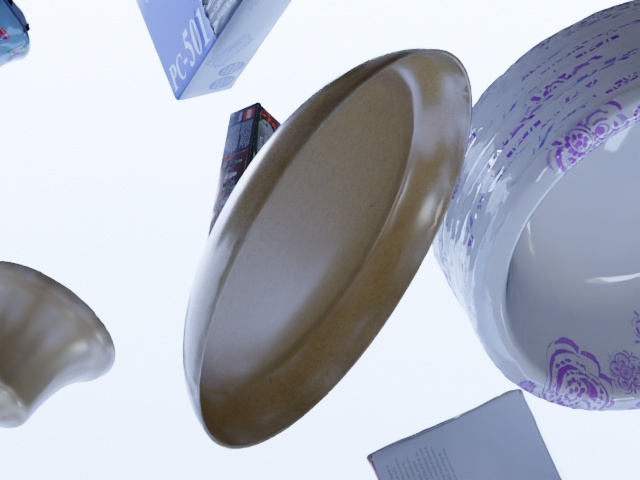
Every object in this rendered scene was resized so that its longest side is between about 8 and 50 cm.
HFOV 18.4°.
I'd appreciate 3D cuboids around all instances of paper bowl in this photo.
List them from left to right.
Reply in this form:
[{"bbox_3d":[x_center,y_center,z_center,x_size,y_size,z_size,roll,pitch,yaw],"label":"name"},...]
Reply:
[{"bbox_3d":[0.210,-0.035,1.297,0.284,0.284,0.148,16,-150,-32],"label":"paper bowl"}]

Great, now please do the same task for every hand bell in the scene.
[{"bbox_3d":[-0.259,0.142,1.402,0.126,0.126,0.242,36,-125,-5],"label":"hand bell"}]

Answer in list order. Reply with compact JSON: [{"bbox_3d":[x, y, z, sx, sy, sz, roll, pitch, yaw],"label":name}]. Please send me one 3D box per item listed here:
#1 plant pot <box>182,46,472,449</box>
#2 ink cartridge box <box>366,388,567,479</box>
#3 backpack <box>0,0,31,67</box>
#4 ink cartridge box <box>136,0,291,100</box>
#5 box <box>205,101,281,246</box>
[{"bbox_3d":[0.000,0.000,1.030,0.032,0.236,0.236,31,-151,23],"label":"plant pot"},{"bbox_3d":[0.174,0.310,1.478,0.272,0.130,0.309,59,-173,-60],"label":"ink cartridge box"},{"bbox_3d":[-0.253,-0.125,1.084,0.117,0.173,0.158,-56,-43,-22],"label":"backpack"},{"bbox_3d":[-0.061,-0.178,1.252,0.046,0.207,0.097,-16,-104,-26],"label":"ink cartridge box"},{"bbox_3d":[-0.031,-0.010,1.295,0.094,0.027,0.137,43,-140,-37],"label":"box"}]
